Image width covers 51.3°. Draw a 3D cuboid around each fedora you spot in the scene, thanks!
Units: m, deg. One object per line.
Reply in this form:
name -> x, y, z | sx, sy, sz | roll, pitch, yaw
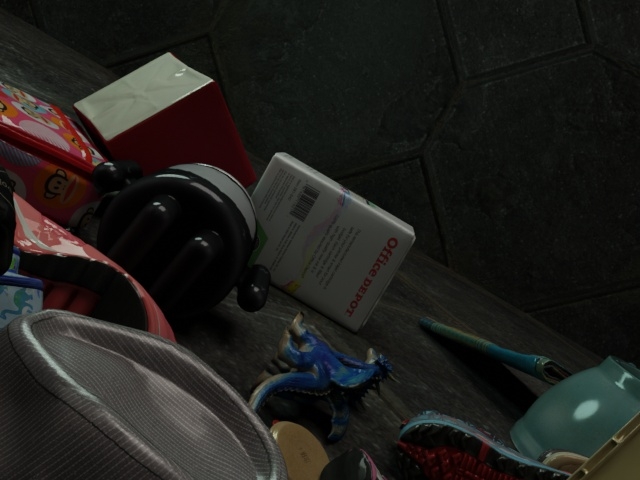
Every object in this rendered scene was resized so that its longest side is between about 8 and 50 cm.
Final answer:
fedora -> -0.127, 0.130, 0.393 | 0.275, 0.124, 0.243 | 32, 10, 14

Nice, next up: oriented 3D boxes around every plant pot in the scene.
plant pot -> 0.477, 0.306, 1.036 | 0.293, 0.196, 0.293 | 29, 10, -6

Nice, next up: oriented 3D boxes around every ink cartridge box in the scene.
ink cartridge box -> 0.000, 0.000, 1.176 | 0.278, 0.201, 0.117 | 30, 10, 2

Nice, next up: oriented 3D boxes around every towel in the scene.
towel -> 0.399, 0.241, 1.338 | 0.271, 0.040, 0.370 | 26, -4, -26

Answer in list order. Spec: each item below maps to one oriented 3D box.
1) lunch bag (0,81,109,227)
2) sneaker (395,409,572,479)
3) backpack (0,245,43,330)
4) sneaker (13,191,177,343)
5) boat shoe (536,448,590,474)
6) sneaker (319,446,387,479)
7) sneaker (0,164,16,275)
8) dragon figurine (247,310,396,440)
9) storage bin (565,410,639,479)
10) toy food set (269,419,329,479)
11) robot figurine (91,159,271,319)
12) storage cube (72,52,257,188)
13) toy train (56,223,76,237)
lunch bag -> -0.407, -0.125, 0.919 | 0.258, 0.120, 0.293 | 27, 8, -41
sneaker -> 0.212, 0.265, 0.753 | 0.262, 0.104, 0.125 | 31, 8, 6
backpack -> -0.254, 0.040, 0.464 | 0.114, 0.084, 0.105 | -4, -11, 33
sneaker -> -0.261, 0.039, 0.613 | 0.314, 0.116, 0.136 | 32, -10, 19
boat shoe -> 0.370, 0.344, 0.842 | 0.285, 0.103, 0.092 | 31, 4, -13
sneaker -> 0.059, 0.244, 0.531 | 0.077, 0.072, 0.178 | 45, 12, -23
sneaker -> -0.274, 0.023, 0.356 | 0.130, 0.227, 0.087 | 52, -25, 32
dragon figurine -> 0.008, 0.161, 0.739 | 0.144, 0.085, 0.289 | 30, 9, 5
storage bin -> 0.282, 0.278, 0.465 | 0.123, 0.260, 0.262 | 44, 3, -28
toy food set -> -0.020, 0.200, 0.602 | 0.082, 0.020, 0.083 | 52, 22, 5
robot figurine -> -0.166, -0.008, 0.818 | 0.173, 0.209, 0.278 | -10, 11, 3
storage cube -> -0.249, -0.154, 1.067 | 0.183, 0.215, 0.193 | 40, -23, 46
toy train -> -0.296, 0.017, 0.759 | 0.036, 0.027, 0.158 | 20, 13, -31
